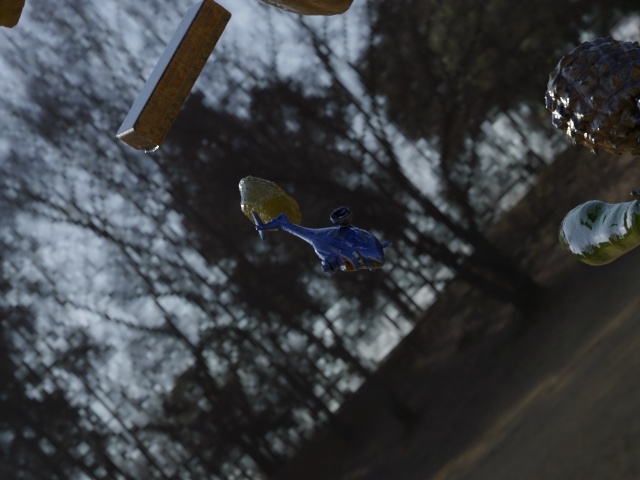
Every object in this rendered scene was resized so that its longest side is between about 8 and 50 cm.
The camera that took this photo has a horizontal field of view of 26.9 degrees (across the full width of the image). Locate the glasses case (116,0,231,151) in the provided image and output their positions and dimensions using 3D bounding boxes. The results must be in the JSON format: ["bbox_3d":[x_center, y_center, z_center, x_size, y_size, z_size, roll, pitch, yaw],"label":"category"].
[{"bbox_3d":[-0.197,-0.225,1.823,0.075,0.049,0.218,-11,50,63],"label":"glasses case"}]

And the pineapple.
[{"bbox_3d":[0.316,-0.107,1.179,0.119,0.237,0.111,-21,-57,-30],"label":"pineapple"}]

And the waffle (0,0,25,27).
[{"bbox_3d":[-0.447,-0.466,1.802,0.098,0.224,0.327,-8,-32,-33],"label":"waffle"}]

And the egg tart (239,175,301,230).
[{"bbox_3d":[-0.075,-0.045,1.852,0.039,0.105,0.105,-56,-1,-22],"label":"egg tart"}]

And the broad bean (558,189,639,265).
[{"bbox_3d":[0.348,-0.019,1.579,0.067,0.075,0.325,-45,0,-15],"label":"broad bean"}]

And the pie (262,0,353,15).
[{"bbox_3d":[-0.079,-0.282,1.322,0.273,0.273,0.069,58,-135,-84],"label":"pie"}]

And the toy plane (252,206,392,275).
[{"bbox_3d":[0.000,0.000,1.295,0.062,0.167,0.054,-41,-50,-26],"label":"toy plane"}]
